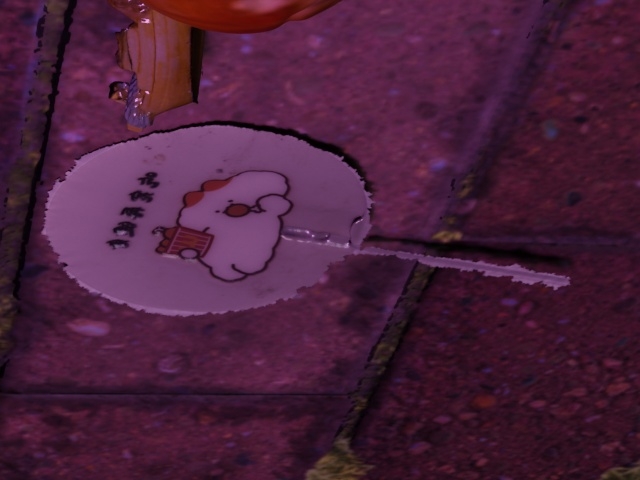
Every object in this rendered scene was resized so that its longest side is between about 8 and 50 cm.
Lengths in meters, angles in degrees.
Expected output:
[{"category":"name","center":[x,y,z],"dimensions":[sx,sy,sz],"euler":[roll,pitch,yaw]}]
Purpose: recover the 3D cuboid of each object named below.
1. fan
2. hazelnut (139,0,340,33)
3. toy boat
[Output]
[{"category":"fan","center":[0.000,-0.001,1.157],"dimensions":[0.329,0.009,0.190],"euler":[8,143,-18]},{"category":"hazelnut","center":[-0.033,-0.159,0.759],"dimensions":[0.182,0.182,0.182],"euler":[-6,148,-4]},{"category":"toy boat","center":[-0.080,-0.105,0.944],"dimensions":[0.049,0.047,0.149],"euler":[7,144,1]}]
